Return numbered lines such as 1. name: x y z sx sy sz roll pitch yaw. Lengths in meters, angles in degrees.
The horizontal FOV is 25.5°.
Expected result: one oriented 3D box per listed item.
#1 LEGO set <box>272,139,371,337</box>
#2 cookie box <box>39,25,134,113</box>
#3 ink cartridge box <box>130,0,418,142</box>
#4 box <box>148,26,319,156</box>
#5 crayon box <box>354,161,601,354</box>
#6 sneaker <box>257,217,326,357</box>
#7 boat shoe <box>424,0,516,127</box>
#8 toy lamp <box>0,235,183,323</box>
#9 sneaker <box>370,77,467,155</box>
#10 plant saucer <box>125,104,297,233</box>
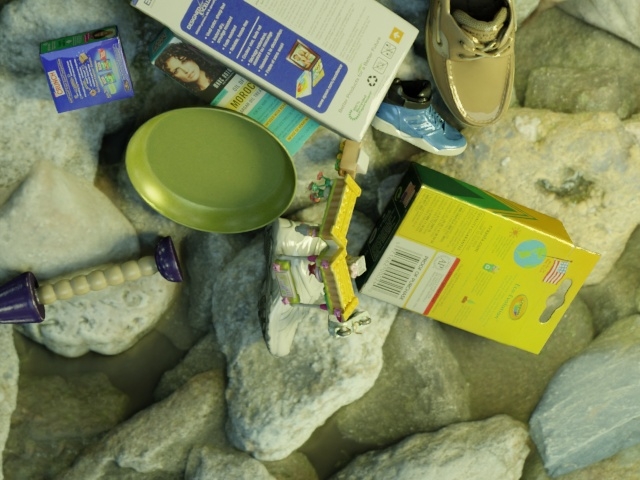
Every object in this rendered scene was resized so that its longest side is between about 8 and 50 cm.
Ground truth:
1. LEGO set: 0.000 0.000 2.011 0.107 0.132 0.287 2 100 29
2. cookie box: -0.313 -0.229 1.896 0.107 0.040 0.092 -13 122 -2
3. ink cartridge box: -0.059 -0.291 1.846 0.371 0.069 0.176 29 88 -28
4. box: -0.107 -0.220 1.924 0.244 0.060 0.100 34 109 -25
5. crayon box: 0.233 0.033 2.118 0.318 0.081 0.202 21 115 -20
6. sneaker: -0.030 0.075 2.097 0.115 0.090 0.232 0 121 -13
7. boat shoe: 0.203 -0.293 1.905 0.121 0.110 0.341 -14 121 -2
8. toy lamp: -0.340 0.060 2.042 0.274 0.080 0.080 -16 121 -3
9. sneaker: 0.151 -0.179 1.993 0.152 0.058 0.085 20 123 -13
10. plant saucer: -0.149 -0.105 1.961 0.240 0.037 0.241 5 138 5
